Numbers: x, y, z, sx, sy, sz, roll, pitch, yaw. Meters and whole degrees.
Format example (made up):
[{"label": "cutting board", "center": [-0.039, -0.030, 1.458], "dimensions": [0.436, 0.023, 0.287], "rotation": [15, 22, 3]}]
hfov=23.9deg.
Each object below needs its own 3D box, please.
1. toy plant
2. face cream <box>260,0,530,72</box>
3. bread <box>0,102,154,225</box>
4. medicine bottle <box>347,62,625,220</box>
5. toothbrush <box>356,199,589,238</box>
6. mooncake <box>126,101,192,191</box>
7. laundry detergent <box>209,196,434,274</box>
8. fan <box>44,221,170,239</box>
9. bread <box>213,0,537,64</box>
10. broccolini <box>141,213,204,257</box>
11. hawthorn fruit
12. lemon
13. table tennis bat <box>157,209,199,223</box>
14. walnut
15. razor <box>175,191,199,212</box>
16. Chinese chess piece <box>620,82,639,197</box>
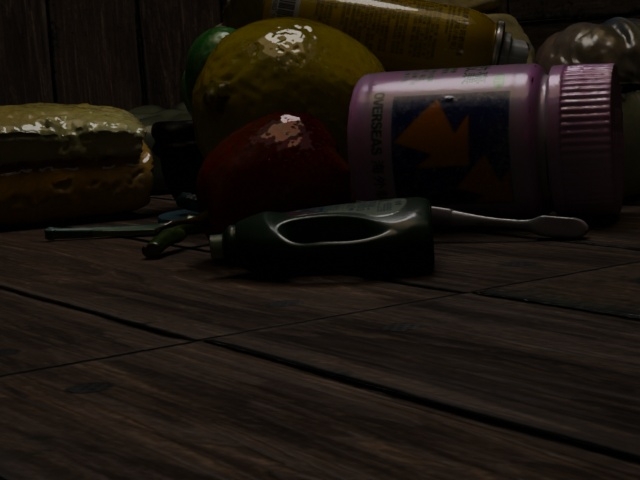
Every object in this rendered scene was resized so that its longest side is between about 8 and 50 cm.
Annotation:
[{"label": "toy plant", "center": [-0.141, -0.167, 2.046], "dimensions": [0.175, 0.235, 0.218], "rotation": [0, 1, -12]}, {"label": "face cream", "center": [0.099, -0.267, 1.971], "dimensions": [0.349, 0.105, 0.105], "rotation": [9, 8, 4]}, {"label": "bread", "center": [-0.426, -0.103, 2.045], "dimensions": [0.375, 0.165, 0.236], "rotation": [-6, 12, -16]}, {"label": "medicine bottle", "center": [0.188, -0.107, 1.683], "dimensions": [0.291, 0.178, 0.178], "rotation": [-1, 8, 17]}, {"label": "toothbrush", "center": [0.105, -0.026, 1.580], "dimensions": [0.354, 0.024, 0.029], "rotation": [5, 1, 20]}, {"label": "mooncake", "center": [-0.239, -0.149, 2.445], "dimensions": [0.275, 0.135, 0.275], "rotation": [-4, 11, 1]}, {"label": "laundry detergent", "center": [0.000, 0.000, 1.403], "dimensions": [0.211, 0.063, 0.137], "rotation": [-4, 14, 3]}, {"label": "fan", "center": [-0.236, -0.013, 1.807], "dimensions": [0.193, 0.016, 0.038], "rotation": [-3, 9, 4]}, {"label": "bread", "center": [0.071, -0.261, 2.247], "dimensions": [0.390, 0.279, 0.371], "rotation": [-4, -14, -19]}, {"label": "broccolini", "center": [-0.072, -0.015, 1.657], "dimensions": [0.271, 0.062, 0.123], "rotation": [-19, 10, -40]}, {"label": "hawthorn fruit", "center": [-0.069, -0.041, 1.524], "dimensions": [0.203, 0.162, 0.162], "rotation": [-22, 9, -5]}, {"label": "lemon", "center": [-0.030, -0.153, 1.864], "dimensions": [0.267, 0.267, 0.267], "rotation": [-4, 7, 0]}, {"label": "table tennis bat", "center": [-0.134, -0.034, 1.918], "dimensions": [0.155, 0.019, 0.100], "rotation": [-12, 12, -39]}, {"label": "walnut", "center": [0.451, -0.233, 2.362], "dimensions": [0.248, 0.248, 0.248], "rotation": [-4, 7, 0]}, {"label": "razor", "center": [-0.118, -0.035, 1.830], "dimensions": [0.066, 0.033, 0.190], "rotation": [-46, 32, -23]}, {"label": "Chinese chess piece", "center": [0.267, -0.128, 1.937], "dimensions": [0.349, 0.146, 0.349], "rotation": [-4, 8, 1]}]
